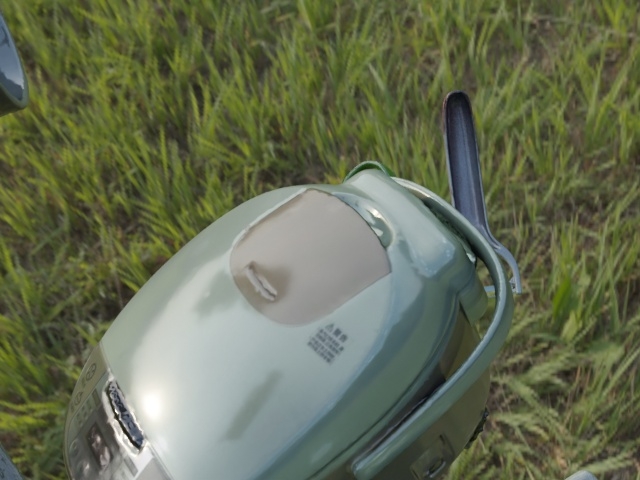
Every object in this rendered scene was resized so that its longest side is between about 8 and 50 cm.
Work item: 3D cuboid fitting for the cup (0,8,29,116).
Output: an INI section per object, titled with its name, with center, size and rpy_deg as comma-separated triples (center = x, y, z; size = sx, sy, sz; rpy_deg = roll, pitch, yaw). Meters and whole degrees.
[cup]
center = -0.481, -0.228, 1.090
size = 0.257, 0.227, 0.301
rpy_deg = -21, 55, -2

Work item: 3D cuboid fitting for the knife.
[knife]
center = 0.186, -0.058, 1.366
size = 0.123, 0.053, 0.278
rpy_deg = -8, 93, -3

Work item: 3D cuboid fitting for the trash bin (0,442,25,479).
[trash bin]
center = -0.398, 0.302, 1.024
size = 0.219, 0.250, 0.219
rpy_deg = -27, 68, -39

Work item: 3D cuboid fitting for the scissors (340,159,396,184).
[scissors]
center = 0.000, 0.000, 1.059
size = 0.204, 0.027, 0.101
rpy_deg = -30, 59, 29

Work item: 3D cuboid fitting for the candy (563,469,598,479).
[candy]
center = 0.238, 0.431, 1.291
size = 0.208, 0.359, 0.145
rpy_deg = -26, 71, -24

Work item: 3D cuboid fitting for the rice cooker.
[rice cooker]
center = -0.012, 0.063, 0.461
size = 0.206, 0.127, 0.145
rpy_deg = -35, 45, -7
